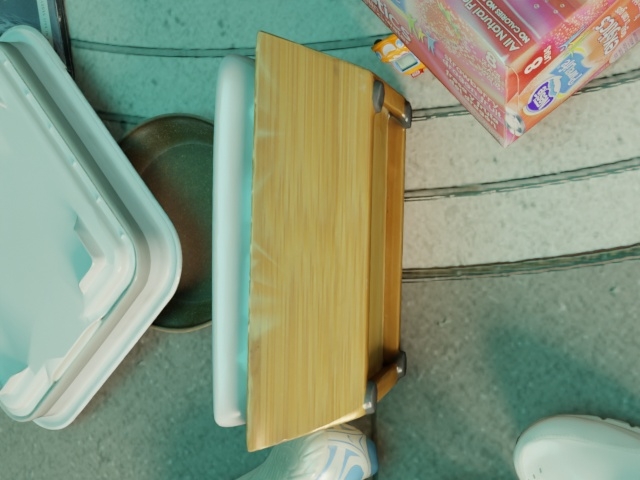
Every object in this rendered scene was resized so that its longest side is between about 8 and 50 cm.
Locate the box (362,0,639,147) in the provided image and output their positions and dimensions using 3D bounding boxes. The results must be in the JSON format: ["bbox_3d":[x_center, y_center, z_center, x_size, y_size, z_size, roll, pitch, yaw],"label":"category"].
[{"bbox_3d":[0.093,-0.238,0.844,0.154,0.142,0.300,-38,71,-4],"label":"box"}]

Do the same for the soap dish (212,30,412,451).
[{"bbox_3d":[0.000,0.000,0.885,0.118,0.229,0.291,2,91,12],"label":"soap dish"}]

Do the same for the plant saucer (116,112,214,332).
[{"bbox_3d":[-0.125,-0.016,1.048,0.198,0.036,0.199,0,90,27],"label":"plant saucer"}]

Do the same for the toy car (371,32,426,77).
[{"bbox_3d":[0.104,-0.165,0.913,0.122,0.060,0.040,-22,89,27],"label":"toy car"}]

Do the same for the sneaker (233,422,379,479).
[{"bbox_3d":[-0.042,0.232,0.984,0.237,0.086,0.085,-43,35,34],"label":"sneaker"}]

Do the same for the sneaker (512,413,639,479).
[{"bbox_3d":[0.249,0.233,0.795,0.297,0.129,0.111,42,110,23],"label":"sneaker"}]

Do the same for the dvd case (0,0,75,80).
[{"bbox_3d":[-0.352,-0.215,1.180,0.221,0.018,0.165,-12,84,28],"label":"dvd case"}]

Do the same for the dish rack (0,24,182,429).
[{"bbox_3d":[-0.295,-0.010,1.093,0.285,0.072,0.333,-49,67,28],"label":"dish rack"}]
